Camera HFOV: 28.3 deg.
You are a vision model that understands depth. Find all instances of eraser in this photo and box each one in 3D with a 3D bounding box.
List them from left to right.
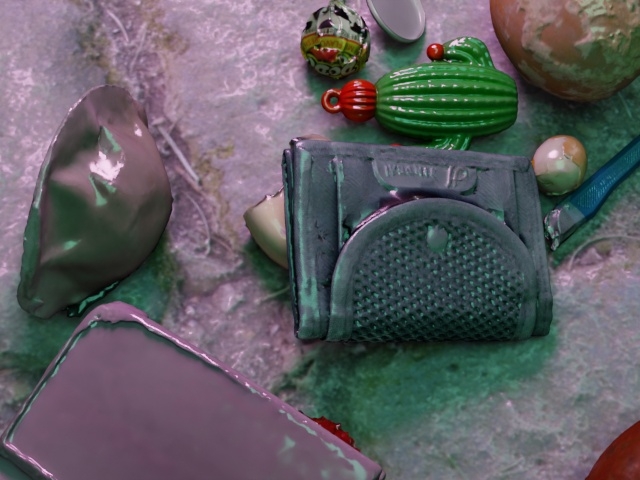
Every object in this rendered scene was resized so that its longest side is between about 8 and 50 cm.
[{"bbox_3d":[-0.151,0.257,1.344,0.359,0.122,0.272,33,83,13],"label":"eraser"}]

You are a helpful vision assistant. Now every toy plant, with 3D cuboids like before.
[{"bbox_3d":[0.136,-0.165,1.616,0.240,0.088,0.154,-25,91,-9],"label":"toy plant"}]

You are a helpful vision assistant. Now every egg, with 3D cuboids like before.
[{"bbox_3d":[0.307,-0.100,1.626,0.071,0.071,0.083,25,59,1],"label":"egg"},{"bbox_3d":[0.322,-0.289,1.631,0.203,0.203,0.245,-35,68,-19],"label":"egg"}]

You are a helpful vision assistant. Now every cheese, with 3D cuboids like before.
[{"bbox_3d":[0.019,-0.005,1.546,0.163,0.071,0.249,-38,80,-20],"label":"cheese"}]

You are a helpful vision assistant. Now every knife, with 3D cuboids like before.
[{"bbox_3d":[0.387,-0.087,1.659,0.296,0.026,0.044,-39,83,-22],"label":"knife"}]

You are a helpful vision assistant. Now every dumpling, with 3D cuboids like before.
[{"bbox_3d":[-0.250,-0.043,1.449,0.163,0.204,0.293,30,59,-9],"label":"dumpling"}]

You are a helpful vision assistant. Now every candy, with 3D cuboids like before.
[{"bbox_3d":[0.033,-0.345,1.681,0.091,0.083,0.305,10,61,-3],"label":"candy"}]

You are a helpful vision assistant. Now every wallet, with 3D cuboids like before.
[{"bbox_3d":[0.125,0.003,1.512,0.342,0.075,0.237,2,78,-24],"label":"wallet"}]

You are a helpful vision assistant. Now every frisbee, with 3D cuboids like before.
[{"bbox_3d":[0.097,-0.309,1.672,0.110,0.014,0.110,23,54,-36],"label":"frisbee"}]

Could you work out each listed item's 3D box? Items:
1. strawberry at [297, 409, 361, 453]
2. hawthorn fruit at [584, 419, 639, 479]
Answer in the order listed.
[{"bbox_3d":[0.015,0.293,1.428,0.208,0.087,0.167,35,67,3],"label":"strawberry"},{"bbox_3d":[0.432,0.309,1.390,0.316,0.316,0.316,3,70,-8],"label":"hawthorn fruit"}]
